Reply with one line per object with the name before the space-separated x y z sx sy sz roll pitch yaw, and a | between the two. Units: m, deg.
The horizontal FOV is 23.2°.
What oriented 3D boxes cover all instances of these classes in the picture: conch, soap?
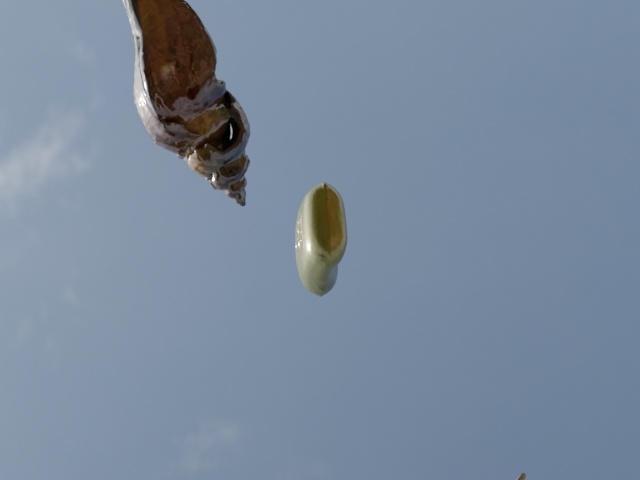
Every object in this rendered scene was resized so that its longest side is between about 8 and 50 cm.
conch | -0.120 -0.131 1.263 0.080 0.232 0.086 -42 -152 -27
soap | -0.001 0.000 1.533 0.045 0.140 0.089 1 -111 -6

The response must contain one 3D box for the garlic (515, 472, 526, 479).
garlic | 0.135 0.264 1.373 0.084 0.066 0.152 19 -88 39
